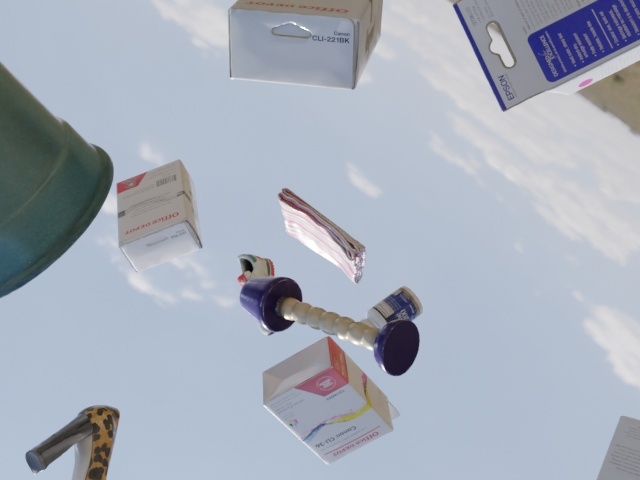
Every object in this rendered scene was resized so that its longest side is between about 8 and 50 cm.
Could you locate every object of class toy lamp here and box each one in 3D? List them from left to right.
[{"bbox_3d":[0.001,0.100,1.239,0.275,0.080,0.080,13,178,42],"label":"toy lamp"}]

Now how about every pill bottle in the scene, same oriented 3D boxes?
[{"bbox_3d":[0.130,0.144,1.823,0.067,0.120,0.067,50,163,21],"label":"pill bottle"}]

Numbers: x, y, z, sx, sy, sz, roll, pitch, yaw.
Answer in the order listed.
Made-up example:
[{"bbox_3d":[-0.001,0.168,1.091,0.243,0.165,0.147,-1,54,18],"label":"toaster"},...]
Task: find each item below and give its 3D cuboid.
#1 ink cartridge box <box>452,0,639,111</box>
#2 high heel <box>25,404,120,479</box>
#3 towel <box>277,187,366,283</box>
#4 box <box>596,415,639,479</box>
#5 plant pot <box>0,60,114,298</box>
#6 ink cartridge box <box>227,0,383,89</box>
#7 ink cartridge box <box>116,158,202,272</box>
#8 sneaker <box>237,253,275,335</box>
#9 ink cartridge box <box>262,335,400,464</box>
[{"bbox_3d":[0.375,-0.314,1.239,0.175,0.371,0.069,69,-167,18],"label":"ink cartridge box"},{"bbox_3d":[-0.345,0.403,1.549,0.186,0.093,0.261,-33,-78,-52],"label":"high heel"},{"bbox_3d":[0.000,0.000,1.381,0.144,0.029,0.197,38,169,10],"label":"towel"},{"bbox_3d":[0.438,0.342,1.277,0.130,0.170,0.091,34,164,-38],"label":"box"},{"bbox_3d":[-0.533,-0.137,1.369,0.334,0.341,0.341,56,-177,-36],"label":"plant pot"},{"bbox_3d":[-0.016,-0.338,1.501,0.197,0.114,0.273,7,-151,9],"label":"ink cartridge box"},{"bbox_3d":[-0.345,-0.054,2.049,0.218,0.159,0.092,-105,-8,-49],"label":"ink cartridge box"},{"bbox_3d":[-0.116,0.093,1.697,0.075,0.057,0.161,23,-136,-41],"label":"sneaker"},{"bbox_3d":[0.022,0.235,1.332,0.198,0.115,0.067,48,-161,-33],"label":"ink cartridge box"}]
